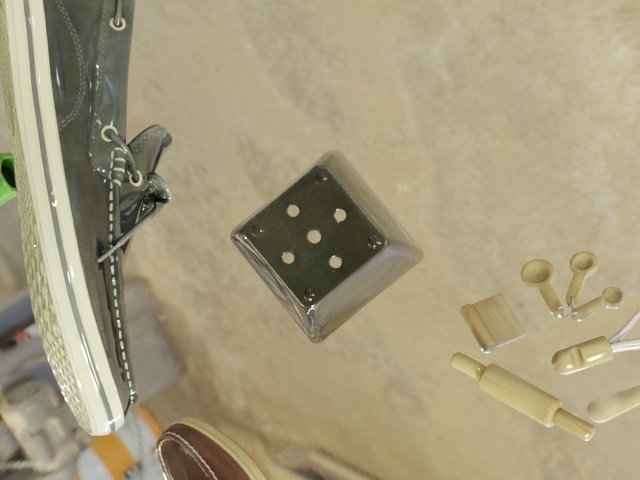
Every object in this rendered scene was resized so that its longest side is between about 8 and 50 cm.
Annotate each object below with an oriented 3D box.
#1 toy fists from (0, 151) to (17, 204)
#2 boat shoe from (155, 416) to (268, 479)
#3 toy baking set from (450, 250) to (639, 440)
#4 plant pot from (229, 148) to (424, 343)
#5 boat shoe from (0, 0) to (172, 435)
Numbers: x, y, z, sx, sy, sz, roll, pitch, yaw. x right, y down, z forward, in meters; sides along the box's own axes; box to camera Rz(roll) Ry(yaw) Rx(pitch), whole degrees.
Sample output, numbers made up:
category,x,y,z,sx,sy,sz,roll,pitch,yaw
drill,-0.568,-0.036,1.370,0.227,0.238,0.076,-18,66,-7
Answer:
category,x,y,z,sx,sy,sz,roll,pitch,yaw
toy fists,-0.590,-0.073,1.847,0.096,0.142,0.279,60,-166,-10
boat shoe,-0.113,0.361,1.347,0.342,0.123,0.123,53,134,22
toy baking set,0.260,0.102,1.126,0.256,0.197,0.030,33,160,34
plant pot,0.000,0.000,1.394,0.188,0.187,0.167,51,-179,8
boat shoe,-0.220,-0.062,1.116,0.187,0.156,0.500,149,114,-67
